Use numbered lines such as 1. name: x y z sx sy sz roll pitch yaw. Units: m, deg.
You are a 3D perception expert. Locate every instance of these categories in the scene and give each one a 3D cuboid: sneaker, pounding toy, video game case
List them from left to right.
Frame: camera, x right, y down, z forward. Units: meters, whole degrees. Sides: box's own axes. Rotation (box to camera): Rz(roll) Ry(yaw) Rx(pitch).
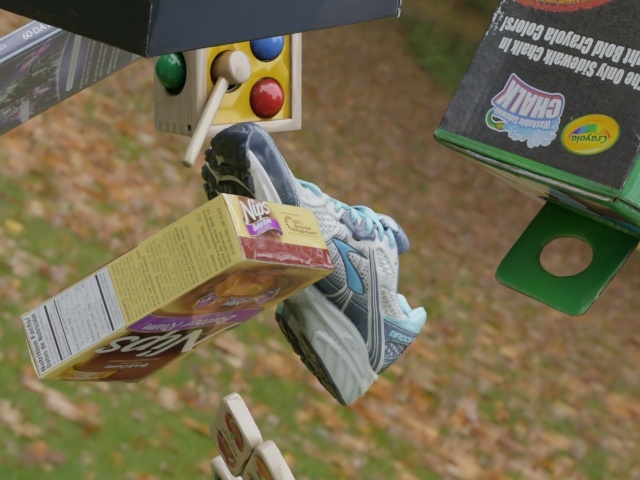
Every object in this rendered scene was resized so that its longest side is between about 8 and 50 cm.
1. video game case: -0.234 -0.169 1.657 0.026 0.274 0.196 57 -19 8
2. pounding toy: -0.084 -0.137 1.566 0.141 0.130 0.100 -8 13 -36
3. sneaker: 0.000 0.000 1.494 0.110 0.122 0.283 39 -19 50

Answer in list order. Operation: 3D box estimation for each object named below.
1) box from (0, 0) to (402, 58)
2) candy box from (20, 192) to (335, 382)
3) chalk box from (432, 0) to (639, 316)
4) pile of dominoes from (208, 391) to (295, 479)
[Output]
1. box: -0.087 -0.206 1.250 0.184 0.103 0.261 19 22 37
2. candy box: -0.096 0.037 1.224 0.109 0.186 0.053 8 58 -56
3. chalk box: 0.215 -0.085 1.189 0.179 0.289 0.180 25 0 -40
4. pile of dominoes: -0.003 0.198 0.825 0.040 0.196 0.251 -25 50 -19
